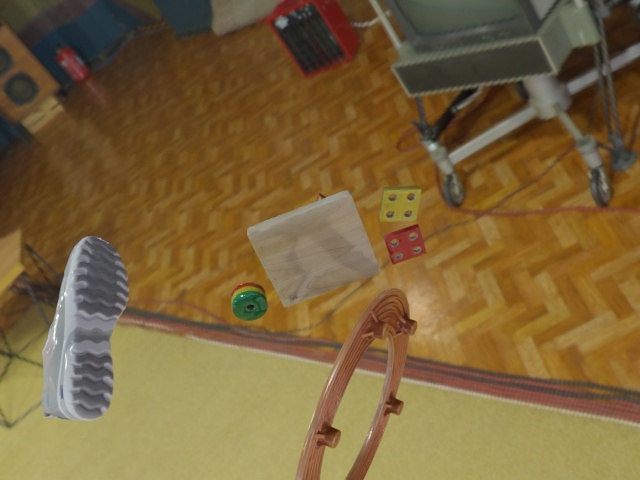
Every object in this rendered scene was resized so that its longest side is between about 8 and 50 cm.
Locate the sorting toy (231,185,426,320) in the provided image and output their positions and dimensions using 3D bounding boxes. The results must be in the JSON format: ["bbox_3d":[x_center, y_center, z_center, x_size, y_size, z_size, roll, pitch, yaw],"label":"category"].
[{"bbox_3d":[0.000,0.000,1.029,0.274,0.132,0.046,-21,38,5],"label":"sorting toy"}]

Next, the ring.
[{"bbox_3d":[0.054,0.223,1.035,0.032,0.337,0.337,17,55,21],"label":"ring"}]

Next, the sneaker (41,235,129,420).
[{"bbox_3d":[-0.359,0.123,1.196,0.115,0.105,0.281,-17,56,32],"label":"sneaker"}]
